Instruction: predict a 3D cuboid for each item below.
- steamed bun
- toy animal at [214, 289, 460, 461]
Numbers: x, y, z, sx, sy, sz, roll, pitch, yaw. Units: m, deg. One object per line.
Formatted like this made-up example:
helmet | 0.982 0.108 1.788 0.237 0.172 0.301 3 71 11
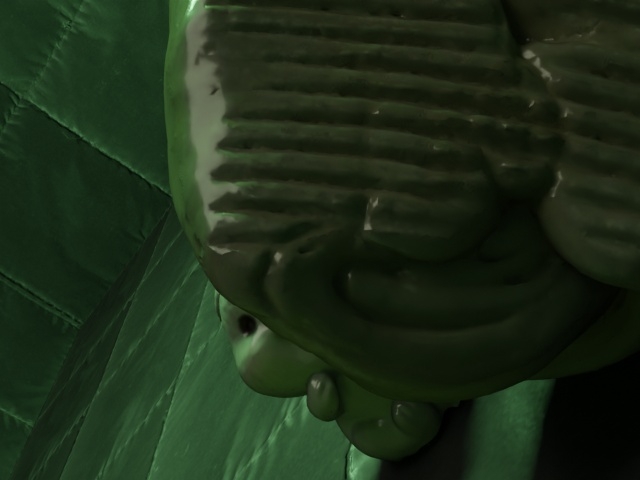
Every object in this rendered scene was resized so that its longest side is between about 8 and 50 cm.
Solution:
steamed bun | 0.076 -0.069 0.725 0.255 0.342 0.367 84 -166 -67
toy animal | 0.014 0.069 0.920 0.127 0.193 0.178 -54 4 6
